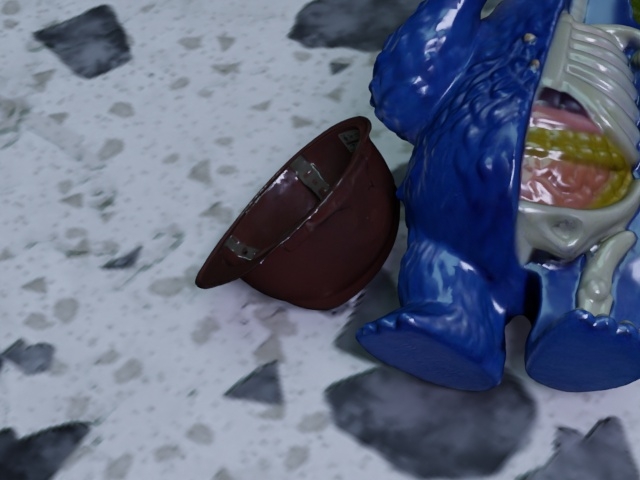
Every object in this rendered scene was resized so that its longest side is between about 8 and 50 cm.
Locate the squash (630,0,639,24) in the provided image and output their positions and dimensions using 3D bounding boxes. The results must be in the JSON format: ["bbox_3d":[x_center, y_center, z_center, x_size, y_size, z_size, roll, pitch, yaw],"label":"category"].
[{"bbox_3d":[0.204,-0.068,0.724,0.087,0.087,0.331,-22,44,-11],"label":"squash"}]

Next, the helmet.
[{"bbox_3d":[0.000,0.000,0.714,0.111,0.057,0.089,-50,21,-20],"label":"helmet"}]

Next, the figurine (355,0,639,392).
[{"bbox_3d":[0.106,-0.053,0.682,0.164,0.121,0.262,20,74,20],"label":"figurine"}]
